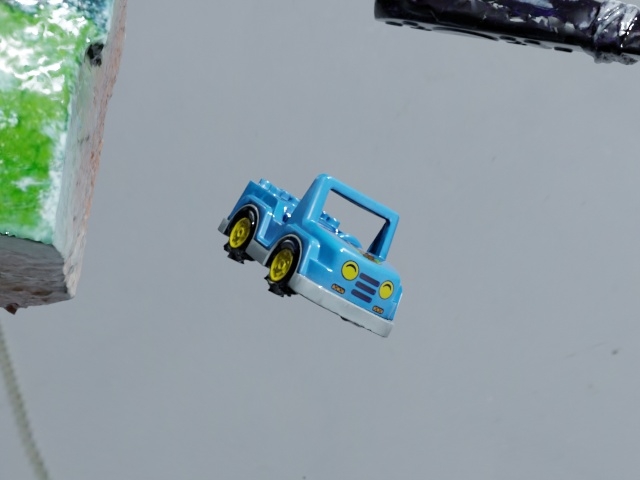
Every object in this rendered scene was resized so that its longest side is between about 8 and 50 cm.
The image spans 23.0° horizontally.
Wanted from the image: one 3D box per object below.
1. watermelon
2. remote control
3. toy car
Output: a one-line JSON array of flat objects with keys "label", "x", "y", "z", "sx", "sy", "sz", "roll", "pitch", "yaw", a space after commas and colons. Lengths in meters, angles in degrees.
[{"label": "watermelon", "x": -0.208, "y": -0.102, "z": 1.099, "sx": 0.151, "sy": 0.302, "sz": 0.264, "roll": 2, "pitch": 69, "yaw": 12}, {"label": "remote control", "x": 0.173, "y": -0.189, "z": 1.286, "sx": 0.266, "sy": 0.090, "sz": 0.066, "roll": 13, "pitch": 103, "yaw": 19}, {"label": "toy car", "x": 0.000, "y": 0.000, "z": 1.252, "sx": 0.097, "sy": 0.191, "sz": 0.100, "roll": 27, "pitch": 95, "yaw": -31}]
